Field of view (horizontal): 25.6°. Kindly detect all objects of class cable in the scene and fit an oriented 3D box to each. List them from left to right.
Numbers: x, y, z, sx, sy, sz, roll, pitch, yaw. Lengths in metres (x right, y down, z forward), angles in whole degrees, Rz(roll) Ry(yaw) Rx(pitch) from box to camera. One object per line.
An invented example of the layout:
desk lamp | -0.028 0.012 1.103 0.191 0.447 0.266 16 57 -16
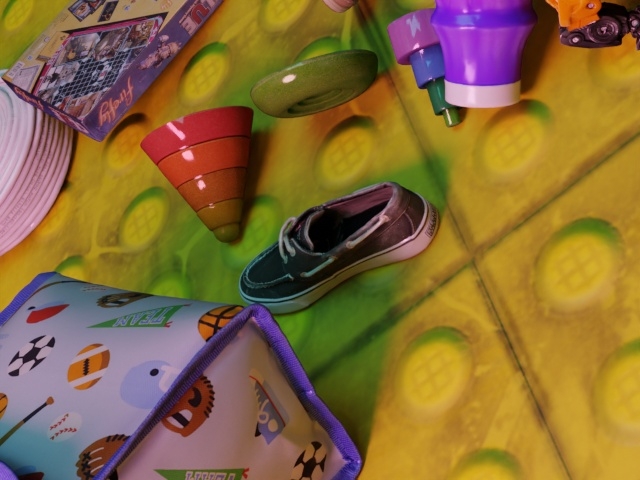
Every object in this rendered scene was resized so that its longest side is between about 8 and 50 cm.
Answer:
cable | -0.412 -0.086 1.730 0.257 0.089 0.257 -36 45 20

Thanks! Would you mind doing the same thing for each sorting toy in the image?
sorting toy | -0.010 -0.096 1.355 0.365 0.127 0.126 -21 81 31

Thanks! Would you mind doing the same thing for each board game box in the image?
board game box | -0.234 -0.240 1.626 0.165 0.042 0.243 29 74 39

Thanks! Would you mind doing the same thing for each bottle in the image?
bottle | 0.139 -0.256 1.192 0.092 0.118 0.283 10 110 34

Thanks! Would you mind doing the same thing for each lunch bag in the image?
lunch bag | -0.221 0.219 1.152 0.327 0.239 0.385 6 46 49

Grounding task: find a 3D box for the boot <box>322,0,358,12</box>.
boot | 0.085 -0.330 1.402 0.165 0.077 0.213 -4 57 42

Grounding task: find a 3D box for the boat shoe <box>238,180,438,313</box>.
boat shoe | 0.000 0.000 1.280 0.219 0.070 0.078 -26 49 32

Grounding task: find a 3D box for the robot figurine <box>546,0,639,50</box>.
robot figurine | 0.274 -0.261 1.089 0.291 0.211 0.085 -20 41 26
